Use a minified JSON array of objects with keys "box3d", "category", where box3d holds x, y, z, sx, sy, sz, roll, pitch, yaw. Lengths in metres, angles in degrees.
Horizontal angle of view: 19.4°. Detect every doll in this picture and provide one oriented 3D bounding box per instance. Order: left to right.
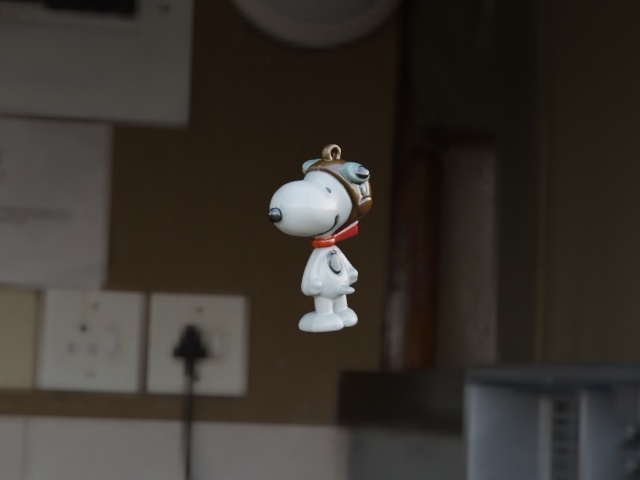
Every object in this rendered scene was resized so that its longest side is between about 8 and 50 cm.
[{"box3d":[0.005,0.000,0.905,0.058,0.085,0.040,-37,26,-33],"category":"doll"}]
